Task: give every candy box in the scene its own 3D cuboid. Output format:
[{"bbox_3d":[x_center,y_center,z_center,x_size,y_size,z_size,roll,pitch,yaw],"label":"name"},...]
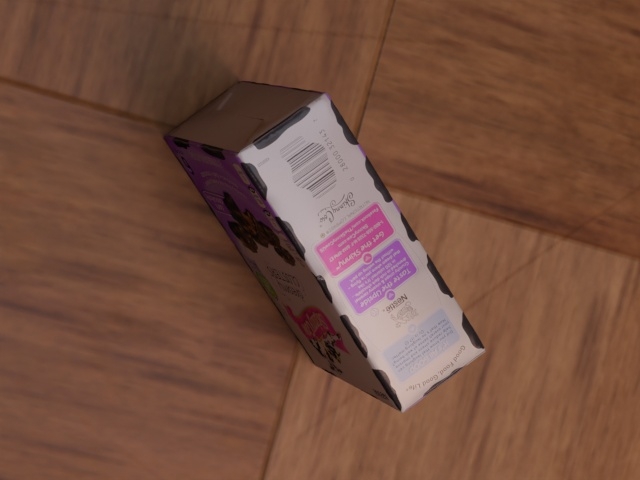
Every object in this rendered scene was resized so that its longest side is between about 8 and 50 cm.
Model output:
[{"bbox_3d":[0.000,0.000,1.258,0.070,0.165,0.196,-37,107,-12],"label":"candy box"}]
